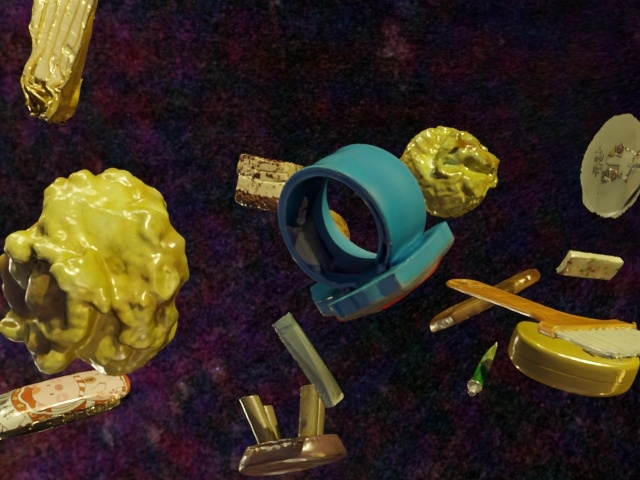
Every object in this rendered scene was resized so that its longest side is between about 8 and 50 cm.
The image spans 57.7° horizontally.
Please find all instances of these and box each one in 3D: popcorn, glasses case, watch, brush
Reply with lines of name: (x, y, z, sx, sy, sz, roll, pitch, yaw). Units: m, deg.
popcorn: (0.363, -0.205, 1.683, 0.282, 0.282, 0.247, 46, 103, 19)
popcorn: (-0.212, 0.029, 0.546, 0.197, 0.155, 0.198, -10, 76, 46)
glasses case: (-0.502, 0.309, 1.114, 0.103, 0.266, 0.067, 23, 116, 51)
glasses case: (0.769, 0.375, 1.778, 0.370, 0.173, 0.141, 12, 115, 8)
watch: (0.047, -0.013, 1.040, 0.305, 0.241, 0.275, -29, 95, 44)
brush: (0.215, 0.070, 0.594, 0.314, 0.090, 0.017, -158, 72, -73)

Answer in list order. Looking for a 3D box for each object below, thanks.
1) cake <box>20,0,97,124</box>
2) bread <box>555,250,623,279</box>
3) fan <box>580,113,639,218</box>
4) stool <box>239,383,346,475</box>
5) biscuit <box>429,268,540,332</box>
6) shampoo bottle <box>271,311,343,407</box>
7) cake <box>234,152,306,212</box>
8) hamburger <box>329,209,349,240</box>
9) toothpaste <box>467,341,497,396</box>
cake: (-0.319, -0.227, 0.684, 0.079, 0.116, 0.185, 21, 111, -12)
bread: (0.663, 0.063, 1.427, 0.028, 0.153, 0.068, -99, 22, -49)
fan: (0.664, -0.156, 1.216, 0.414, 0.012, 0.233, -139, 54, -79)
stool: (-0.078, 0.488, 1.482, 0.272, 0.271, 0.179, -37, 52, 42)
biscuit: (0.476, 0.173, 1.694, 0.359, 0.359, 0.046, -37, 75, 42)
shampoo bottle: (-0.027, 0.253, 1.229, 0.213, 0.049, 0.072, 56, 160, 6)
cake: (-0.059, -0.115, 1.282, 0.135, 0.246, 0.112, 14, 96, 39)
hamburger: (0.000, 0.000, 1.757, 0.113, 0.177, 0.186, -15, 110, 51)
toothpaste: (0.540, 0.433, 1.936, 0.046, 0.248, 0.078, 30, 129, 16)
